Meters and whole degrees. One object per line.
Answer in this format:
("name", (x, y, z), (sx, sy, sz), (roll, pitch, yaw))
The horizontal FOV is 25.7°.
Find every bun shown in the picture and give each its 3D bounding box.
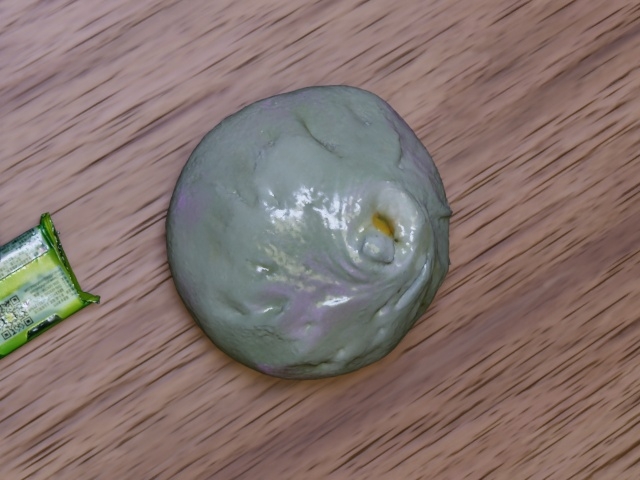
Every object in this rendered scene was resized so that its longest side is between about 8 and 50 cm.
("bun", (0.000, 0.000, 1.283), (0.283, 0.179, 0.283), (-2, 98, -14))

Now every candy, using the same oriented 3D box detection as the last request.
("candy", (-0.299, 0.061, 1.280), (0.178, 0.032, 0.102), (-33, 100, -9))
